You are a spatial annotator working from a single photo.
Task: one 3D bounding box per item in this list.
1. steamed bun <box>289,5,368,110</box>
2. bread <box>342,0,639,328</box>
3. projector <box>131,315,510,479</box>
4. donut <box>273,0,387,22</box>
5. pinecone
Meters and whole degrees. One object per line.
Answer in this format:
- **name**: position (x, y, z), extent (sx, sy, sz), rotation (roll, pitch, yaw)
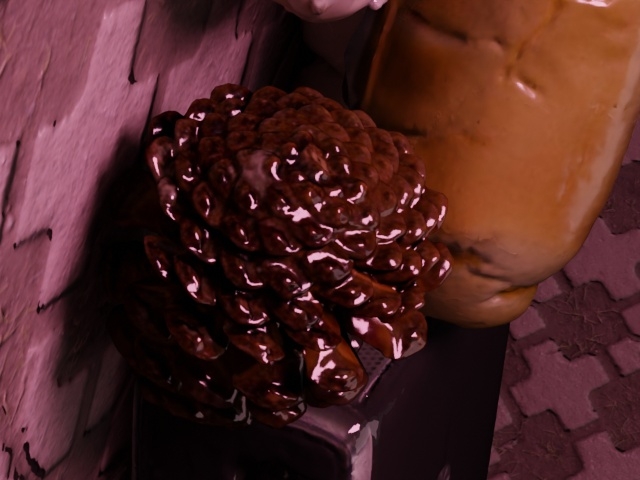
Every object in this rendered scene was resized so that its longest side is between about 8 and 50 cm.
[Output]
- **steamed bun**: position (0.120, -0.206, 1.606), extent (0.339, 0.247, 0.352), rotation (-47, 157, -61)
- **bread**: position (0.113, -0.102, 1.327), extent (0.300, 0.210, 0.341), rotation (-114, -139, -65)
- **projector**: position (0.005, 0.194, 1.542), extent (0.405, 0.242, 0.395), rotation (-45, 144, -53)
- **donut**: position (0.021, -0.336, 1.113), extent (0.382, 0.142, 0.382), rotation (19, 90, -81)
- **pinecone**: position (-0.043, 0.025, 1.191), extent (0.246, 0.246, 0.292), rotation (-64, -173, -35)
